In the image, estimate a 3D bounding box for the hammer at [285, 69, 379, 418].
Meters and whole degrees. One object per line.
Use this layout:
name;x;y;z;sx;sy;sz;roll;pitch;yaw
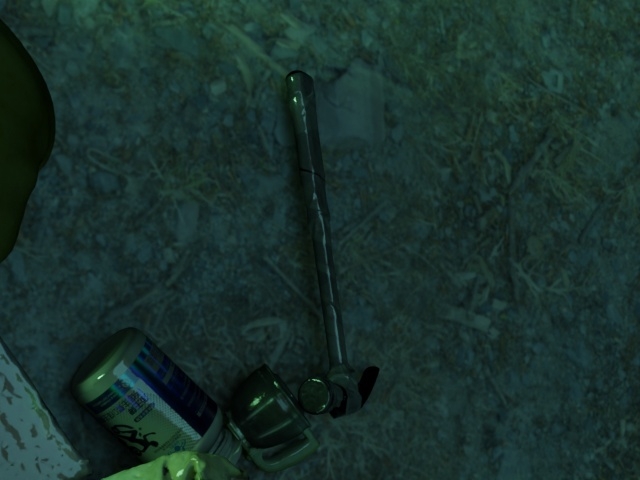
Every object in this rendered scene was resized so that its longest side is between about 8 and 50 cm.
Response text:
hammer;-0.001;0.000;1.886;0.152;0.044;0.427;5;75;-63

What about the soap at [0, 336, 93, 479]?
soap;-0.434;0.215;1.630;0.296;0.107;0.285;-35;102;-27

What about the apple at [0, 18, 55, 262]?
apple;-0.436;-0.106;1.532;0.357;0.357;0.357;3;83;-27

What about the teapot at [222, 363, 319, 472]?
teapot;-0.061;0.217;1.837;0.091;0.092;0.124;-36;93;-2

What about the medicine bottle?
medicine bottle;-0.181;0.195;1.763;0.191;0.107;0.107;46;67;-16

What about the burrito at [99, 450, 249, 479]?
burrito;-0.226;0.328;1.653;0.332;0.135;0.190;-35;139;-10
